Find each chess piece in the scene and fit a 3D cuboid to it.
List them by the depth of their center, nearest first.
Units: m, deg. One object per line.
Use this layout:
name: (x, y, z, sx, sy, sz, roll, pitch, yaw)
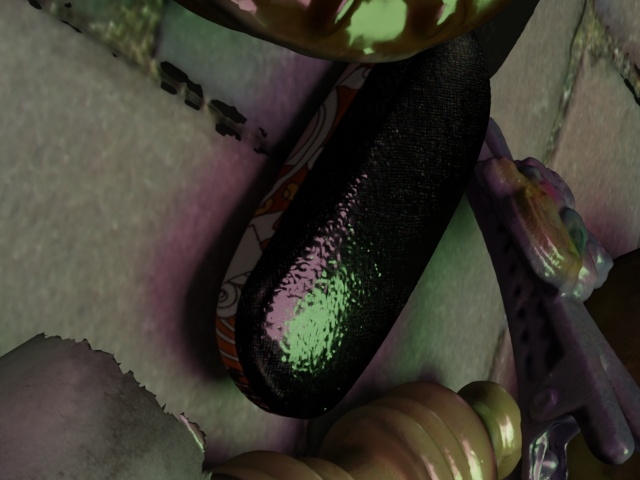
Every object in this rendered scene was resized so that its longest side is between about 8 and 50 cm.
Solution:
chess piece: (0.040, 0.151, 0.753, 0.307, 0.124, 0.139, -24, 79, -54)

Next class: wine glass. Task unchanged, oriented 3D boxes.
wine glass: (-0.149, 0.148, 0.467, 0.241, 0.126, 0.126, -48, 133, -33)

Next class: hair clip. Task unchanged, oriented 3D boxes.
hair clip: (0.149, 0.035, 0.804, 0.137, 0.090, 0.278, 14, 61, -51)

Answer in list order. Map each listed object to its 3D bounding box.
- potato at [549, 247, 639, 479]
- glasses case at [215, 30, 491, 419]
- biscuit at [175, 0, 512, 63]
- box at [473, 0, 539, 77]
potato: (0.287, 0.129, 0.998, 0.289, 0.301, 0.237, -65, 135, -79)
glasses case: (0.026, -0.022, 0.710, 0.266, 0.067, 0.103, -58, 136, -30)
biscuit: (0.012, -0.242, 0.563, 0.332, 0.103, 0.332, -8, 104, -37)
box: (0.113, -0.184, 0.838, 0.126, 0.027, 0.125, -61, 140, -25)
